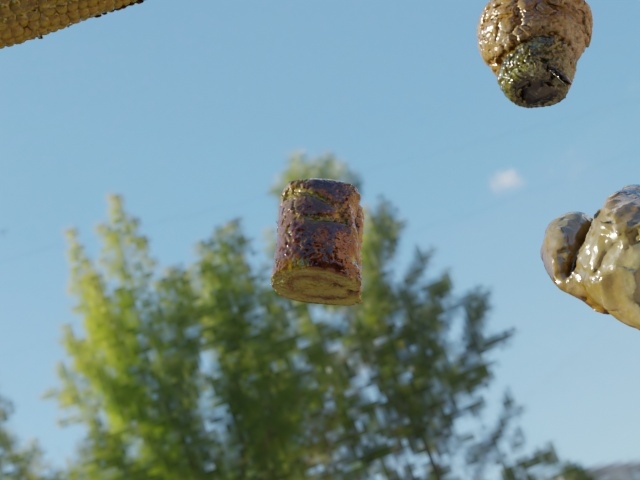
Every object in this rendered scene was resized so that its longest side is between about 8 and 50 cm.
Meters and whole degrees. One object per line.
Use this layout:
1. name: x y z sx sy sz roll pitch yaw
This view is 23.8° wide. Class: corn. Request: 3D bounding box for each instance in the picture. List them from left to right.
1. corn: -0.268 -0.308 1.738 0.318 0.115 0.115 -25 -15 -23

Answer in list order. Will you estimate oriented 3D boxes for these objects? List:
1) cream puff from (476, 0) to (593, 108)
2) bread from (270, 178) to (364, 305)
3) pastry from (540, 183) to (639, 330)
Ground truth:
1. cream puff: 0.334 -0.285 2.328 0.183 0.169 0.183 1 -38 1
2. bread: 0.000 0.000 2.144 0.132 0.172 0.103 5 -38 -1
3. pastry: 0.275 0.023 1.088 0.218 0.229 0.100 2 -69 -52
